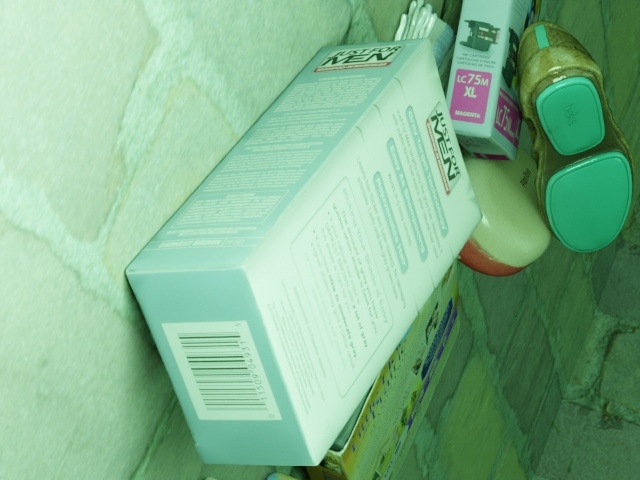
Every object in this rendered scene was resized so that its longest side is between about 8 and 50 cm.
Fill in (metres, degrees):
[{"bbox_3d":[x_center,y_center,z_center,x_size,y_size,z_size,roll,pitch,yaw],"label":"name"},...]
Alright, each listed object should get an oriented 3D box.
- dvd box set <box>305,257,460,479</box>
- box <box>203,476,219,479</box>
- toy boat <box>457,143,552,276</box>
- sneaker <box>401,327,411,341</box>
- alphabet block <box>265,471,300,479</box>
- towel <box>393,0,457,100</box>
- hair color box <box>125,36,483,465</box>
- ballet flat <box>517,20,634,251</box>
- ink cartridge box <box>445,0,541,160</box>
[{"bbox_3d":[0.073,0.152,2.188,0.420,0.062,0.307,76,36,-69],"label":"dvd box set"},{"bbox_3d":[-0.122,0.354,1.744,0.113,0.094,0.275,92,22,-49],"label":"box"},{"bbox_3d":[0.183,-0.027,2.300,0.151,0.151,0.231,-40,-173,23],"label":"toy boat"},{"bbox_3d":[0.031,0.030,1.829,0.240,0.126,0.091,82,30,-59],"label":"sneaker"},{"bbox_3d":[-0.008,0.378,1.964,0.193,0.197,0.192,-44,149,-58],"label":"alphabet block"},{"bbox_3d":[0.103,-0.132,2.062,0.285,0.034,0.209,20,90,-75],"label":"towel"},{"bbox_3d":[0.000,0.000,1.607,0.374,0.114,0.185,-52,131,-48],"label":"hair color box"},{"bbox_3d":[0.271,-0.123,2.145,0.342,0.116,0.124,61,11,-54],"label":"ballet flat"},{"bbox_3d":[0.197,-0.252,2.104,0.186,0.065,0.311,23,74,-75],"label":"ink cartridge box"}]
